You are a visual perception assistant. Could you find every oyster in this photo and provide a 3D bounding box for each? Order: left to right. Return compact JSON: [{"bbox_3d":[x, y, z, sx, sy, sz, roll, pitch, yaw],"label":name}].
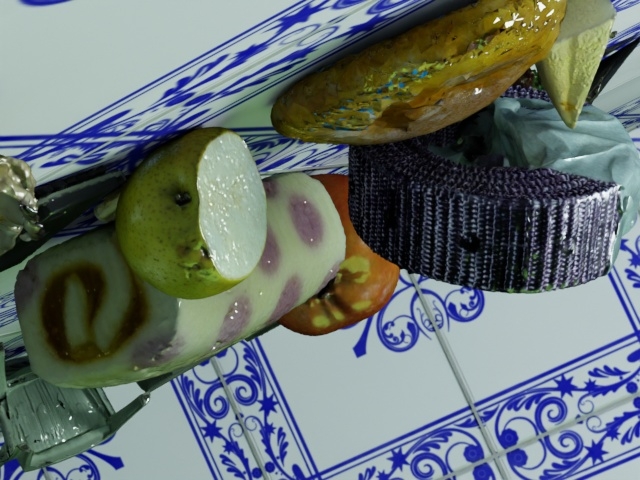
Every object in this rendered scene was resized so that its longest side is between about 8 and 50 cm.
[{"bbox_3d":[-0.259,-0.013,1.174,0.128,0.079,0.345,-1,169,-20],"label":"oyster"}]

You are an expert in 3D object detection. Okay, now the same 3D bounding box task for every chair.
[{"bbox_3d":[-0.375,0.209,2.522,0.203,0.191,0.275,-21,167,-26],"label":"chair"}]

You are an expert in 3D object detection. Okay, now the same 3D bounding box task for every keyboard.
[{"bbox_3d":[-0.243,-0.008,1.536,0.093,0.025,0.230,-24,176,-35],"label":"keyboard"}]

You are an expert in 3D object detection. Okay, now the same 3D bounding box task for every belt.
[{"bbox_3d":[0.155,-0.056,1.676,0.260,0.122,0.325,-2,-159,-8],"label":"belt"}]

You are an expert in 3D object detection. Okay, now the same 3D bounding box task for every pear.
[{"bbox_3d":[-0.112,-0.021,1.506,0.104,0.141,0.141,-4,-176,22],"label":"pear"}]

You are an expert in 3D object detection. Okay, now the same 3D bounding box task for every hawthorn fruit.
[{"bbox_3d":[0.000,0.000,2.142,0.196,0.197,0.225,-26,-160,14],"label":"hawthorn fruit"}]

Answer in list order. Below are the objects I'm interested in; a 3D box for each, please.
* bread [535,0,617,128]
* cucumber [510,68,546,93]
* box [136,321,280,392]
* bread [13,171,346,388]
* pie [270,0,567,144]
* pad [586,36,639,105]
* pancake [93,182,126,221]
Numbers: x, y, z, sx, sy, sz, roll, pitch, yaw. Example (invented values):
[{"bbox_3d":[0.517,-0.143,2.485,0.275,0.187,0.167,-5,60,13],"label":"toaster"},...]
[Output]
[{"bbox_3d":[0.232,-0.158,1.630,0.080,0.109,0.084,-20,-148,6],"label":"bread"},{"bbox_3d":[0.195,-0.127,2.014,0.096,0.096,0.359,-25,176,-1],"label":"cucumber"},{"bbox_3d":[-0.159,0.103,2.397,0.178,0.138,0.274,-33,178,-19],"label":"box"},{"bbox_3d":[-0.127,0.038,1.782,0.187,0.155,0.338,-17,-179,28],"label":"bread"},{"bbox_3d":[0.085,-0.138,1.519,0.273,0.069,0.273,-24,171,-4],"label":"pie"},{"bbox_3d":[0.247,-0.125,2.326,0.247,0.007,0.367,-48,-171,-32],"label":"pad"},{"bbox_3d":[-0.137,-0.052,1.610,0.139,0.022,0.139,-25,176,-2],"label":"pancake"}]
